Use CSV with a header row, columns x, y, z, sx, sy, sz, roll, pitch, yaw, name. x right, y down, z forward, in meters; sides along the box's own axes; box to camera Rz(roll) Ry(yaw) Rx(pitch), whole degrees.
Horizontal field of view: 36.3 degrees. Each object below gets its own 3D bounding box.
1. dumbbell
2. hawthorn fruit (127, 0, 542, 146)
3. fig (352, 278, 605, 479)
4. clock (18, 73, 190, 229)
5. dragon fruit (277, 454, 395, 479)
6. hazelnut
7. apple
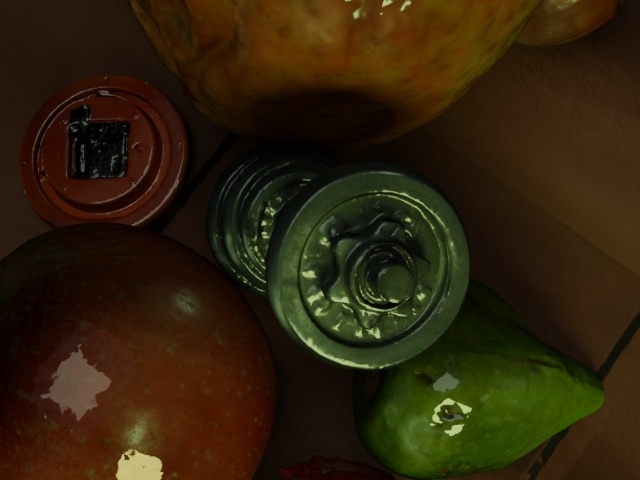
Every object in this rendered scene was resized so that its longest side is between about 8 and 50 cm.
x,y,z,sx,sy,sz,roll,pitch,yaw,name
0.000,0.000,0.938,0.179,0.406,0.179,-3,101,-17,dumbbell
0.000,-0.302,0.923,0.471,0.472,0.472,-1,75,5,hawthorn fruit
0.176,0.148,0.989,0.274,0.206,0.206,11,75,-15,fig
-0.254,-0.099,1.147,0.205,0.051,0.205,-1,76,5,clock
0.012,0.341,0.928,0.205,0.210,0.268,15,62,-29,dragon fruit
0.257,-0.317,1.096,0.214,0.176,0.214,-25,44,26,hazelnut
-0.216,0.154,0.944,0.277,0.348,0.349,34,78,-30,apple
